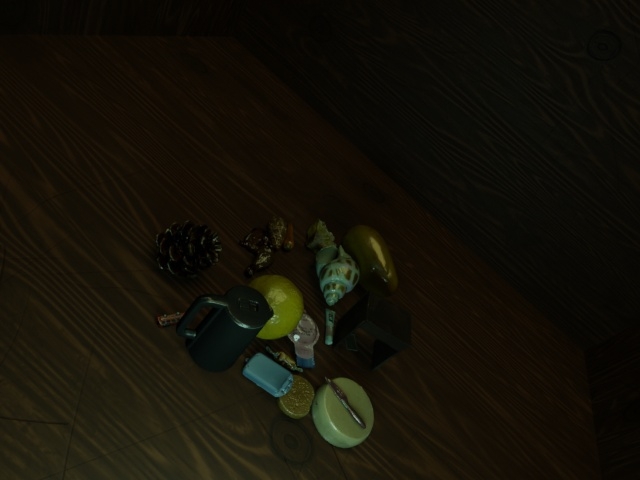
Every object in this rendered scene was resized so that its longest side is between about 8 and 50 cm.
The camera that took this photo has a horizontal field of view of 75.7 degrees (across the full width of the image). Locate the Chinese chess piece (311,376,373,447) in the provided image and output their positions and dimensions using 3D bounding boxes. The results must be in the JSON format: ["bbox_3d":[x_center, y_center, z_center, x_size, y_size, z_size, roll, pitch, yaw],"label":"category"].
[{"bbox_3d":[0.089,0.688,1.661,0.273,0.102,0.274,25,39,-22],"label":"Chinese chess piece"}]

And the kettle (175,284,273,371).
[{"bbox_3d":[-0.355,0.300,1.499,0.262,0.308,0.203,36,35,-7],"label":"kettle"}]

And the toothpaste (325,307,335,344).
[{"bbox_3d":[0.044,0.409,1.979,0.056,0.036,0.205,29,33,-16],"label":"toothpaste"}]

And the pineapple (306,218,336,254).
[{"bbox_3d":[0.000,0.000,2.311,0.186,0.114,0.237,-7,59,-46],"label":"pineapple"}]

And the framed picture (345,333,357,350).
[{"bbox_3d":[0.147,0.493,2.002,0.066,0.007,0.089,18,41,-28],"label":"framed picture"}]

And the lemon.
[{"bbox_3d":[-0.202,0.271,1.698,0.292,0.293,0.293,24,38,-21],"label":"lemon"}]

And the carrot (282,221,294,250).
[{"bbox_3d":[-0.172,-0.024,2.240,0.061,0.061,0.257,27,28,-17],"label":"carrot"}]

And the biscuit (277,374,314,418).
[{"bbox_3d":[-0.108,0.610,1.615,0.170,0.050,0.170,19,37,-15],"label":"biscuit"}]

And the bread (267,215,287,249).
[{"bbox_3d":[-0.228,-0.056,2.173,0.104,0.076,0.233,-6,50,-1],"label":"bread"}]

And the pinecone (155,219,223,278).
[{"bbox_3d":[-0.531,0.036,1.674,0.243,0.308,0.245,8,79,-47],"label":"pinecone"}]

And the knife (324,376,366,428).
[{"bbox_3d":[0.099,0.634,1.623,0.247,0.018,0.035,50,40,14],"label":"knife"}]

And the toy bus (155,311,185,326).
[{"bbox_3d":[-0.562,0.299,1.552,0.110,0.031,0.043,-3,60,-44],"label":"toy bus"}]

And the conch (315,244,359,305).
[{"bbox_3d":[0.076,0.173,2.116,0.249,0.197,0.368,13,22,9],"label":"conch"}]

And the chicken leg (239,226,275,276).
[{"bbox_3d":[-0.304,0.051,2.020,0.177,0.083,0.323,5,46,-27],"label":"chicken leg"}]

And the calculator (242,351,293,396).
[{"bbox_3d":[-0.205,0.516,1.596,0.210,0.039,0.121,29,34,13],"label":"calculator"}]

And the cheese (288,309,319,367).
[{"bbox_3d":[-0.079,0.422,1.818,0.188,0.074,0.286,14,46,-30],"label":"cheese"}]

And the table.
[{"bbox_3d":[0.237,0.425,1.908,0.250,0.282,0.196,31,37,-13],"label":"table"}]

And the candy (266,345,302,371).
[{"bbox_3d":[-0.151,0.495,1.696,0.182,0.053,0.046,35,43,-4],"label":"candy"}]

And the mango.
[{"bbox_3d":[0.276,0.118,2.277,0.232,0.300,0.446,-19,64,-27],"label":"mango"}]
